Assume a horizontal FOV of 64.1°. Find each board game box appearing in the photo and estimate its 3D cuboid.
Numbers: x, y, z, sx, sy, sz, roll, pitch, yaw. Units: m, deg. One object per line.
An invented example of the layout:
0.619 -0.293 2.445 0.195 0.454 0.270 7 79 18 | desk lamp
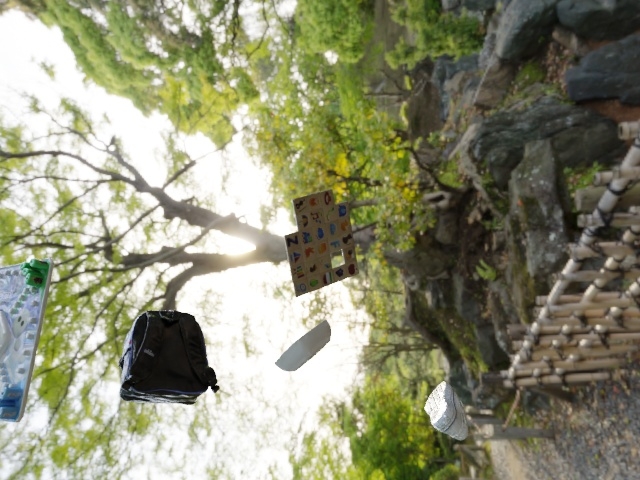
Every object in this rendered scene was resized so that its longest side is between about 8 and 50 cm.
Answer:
-0.846 0.248 1.302 0.050 0.390 0.390 27 -120 -53 | board game box

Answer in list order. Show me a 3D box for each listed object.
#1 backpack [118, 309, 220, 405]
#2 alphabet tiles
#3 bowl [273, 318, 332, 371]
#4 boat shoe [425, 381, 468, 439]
-0.455 0.342 1.495 0.276 0.213 0.263 17 -130 -34 | backpack
0.000 0.000 1.268 0.009 0.198 0.237 9 113 56 | alphabet tiles
-0.035 0.272 1.290 0.142 0.053 0.142 -26 -21 -52 | bowl
0.298 0.406 1.198 0.083 0.076 0.226 -51 -6 12 | boat shoe
